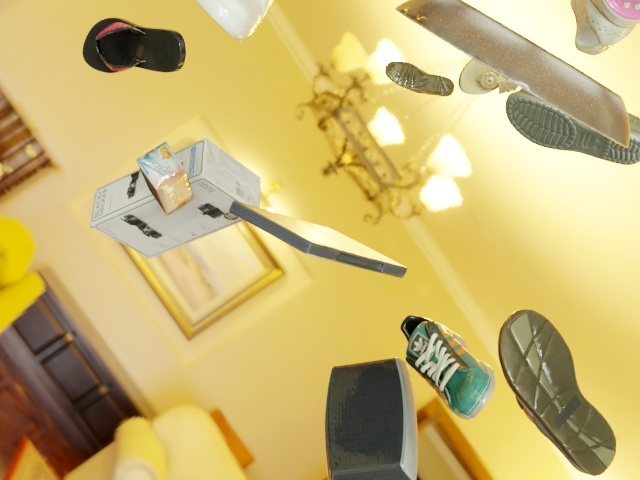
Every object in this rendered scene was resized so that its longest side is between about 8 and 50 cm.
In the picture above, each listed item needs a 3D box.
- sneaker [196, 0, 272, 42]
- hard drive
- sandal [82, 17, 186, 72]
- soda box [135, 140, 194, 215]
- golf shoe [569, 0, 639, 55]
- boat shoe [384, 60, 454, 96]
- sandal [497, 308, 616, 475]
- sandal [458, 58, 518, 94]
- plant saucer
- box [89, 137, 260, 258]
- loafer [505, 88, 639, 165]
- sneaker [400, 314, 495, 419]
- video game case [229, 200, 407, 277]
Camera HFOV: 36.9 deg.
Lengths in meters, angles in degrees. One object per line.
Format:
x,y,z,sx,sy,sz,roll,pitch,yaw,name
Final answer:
-0.081,-0.372,1.314,0.108,0.169,0.292,46,15,-17,sneaker
0.087,0.327,1.745,0.054,0.172,0.255,71,15,-44,hard drive
-0.234,-0.232,1.148,0.179,0.040,0.067,11,-70,39,sandal
-0.252,-0.098,1.571,0.063,0.058,0.183,55,-10,8,soda box
0.401,-0.401,1.380,0.140,0.115,0.306,115,-13,-57,golf shoe
0.202,-0.332,2.006,0.152,0.056,0.049,19,-4,-9,boat shoe
0.274,0.183,1.142,0.219,0.090,0.060,53,-20,-10,sandal
0.404,-0.353,2.024,0.079,0.240,0.088,21,-62,50,sandal
0.230,-0.206,1.103,0.310,0.050,0.310,29,16,-9,plant saucer
-0.276,-0.074,1.822,0.169,0.290,0.087,34,45,-44,box
0.441,-0.205,1.650,0.251,0.087,0.094,22,-40,8,loafer
0.212,0.218,1.705,0.121,0.108,0.302,31,7,-15,sneaker
0.000,0.000,1.648,0.196,0.026,0.274,28,9,39,video game case
